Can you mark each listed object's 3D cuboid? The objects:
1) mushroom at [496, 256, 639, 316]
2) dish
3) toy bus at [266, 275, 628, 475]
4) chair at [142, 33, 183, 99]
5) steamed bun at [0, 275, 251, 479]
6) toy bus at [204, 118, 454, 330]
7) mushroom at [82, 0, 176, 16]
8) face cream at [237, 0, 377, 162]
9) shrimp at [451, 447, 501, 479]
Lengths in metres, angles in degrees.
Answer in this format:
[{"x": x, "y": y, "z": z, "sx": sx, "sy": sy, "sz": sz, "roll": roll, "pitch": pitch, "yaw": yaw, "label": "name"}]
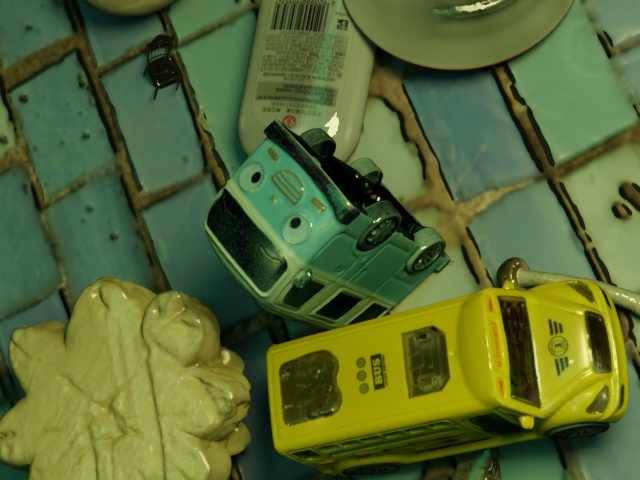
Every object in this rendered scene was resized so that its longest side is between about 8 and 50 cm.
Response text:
[{"x": 0.307, "y": 0.089, "z": 1.420, "sx": 0.306, "sy": 0.043, "sz": 0.068, "roll": 29, "pitch": 107, "yaw": 24, "label": "mushroom"}, {"x": 0.142, "y": -0.311, "z": 1.525, "sx": 0.260, "sy": 0.085, "sz": 0.260, "roll": -3, "pitch": 70, "yaw": 7, "label": "dish"}, {"x": 0.117, "y": 0.128, "z": 1.397, "sx": 0.330, "sy": 0.152, "sz": 0.144, "roll": -16, "pitch": 67, "yaw": 28, "label": "toy bus"}, {"x": -0.180, "y": -0.198, "z": 1.686, "sx": 0.037, "sy": 0.042, "sz": 0.086, "roll": -19, "pitch": 35, "yaw": 15, "label": "chair"}, {"x": -0.205, "y": 0.182, "z": 1.545, "sx": 0.292, "sy": 0.137, "sz": 0.295, "roll": 24, "pitch": 92, "yaw": 24, "label": "steamed bun"}, {"x": 0.000, "y": 0.000, "z": 1.435, "sx": 0.165, "sy": 0.271, "sz": 0.133, "roll": -45, "pitch": 65, "yaw": 9, "label": "toy bus"}, {"x": -0.218, "y": -0.371, "z": 1.661, "sx": 0.206, "sy": 0.209, "sz": 0.206, "roll": -7, "pitch": 50, "yaw": 8, "label": "mushroom"}, {"x": -0.018, "y": -0.141, "z": 1.584, "sx": 0.144, "sy": 0.071, "sz": 0.291, "roll": 5, "pitch": 78, "yaw": 19, "label": "face cream"}, {"x": 0.218, "y": 0.242, "z": 1.419, "sx": 0.195, "sy": 0.035, "sz": 0.147, "roll": 7, "pitch": 77, "yaw": 24, "label": "shrimp"}]
